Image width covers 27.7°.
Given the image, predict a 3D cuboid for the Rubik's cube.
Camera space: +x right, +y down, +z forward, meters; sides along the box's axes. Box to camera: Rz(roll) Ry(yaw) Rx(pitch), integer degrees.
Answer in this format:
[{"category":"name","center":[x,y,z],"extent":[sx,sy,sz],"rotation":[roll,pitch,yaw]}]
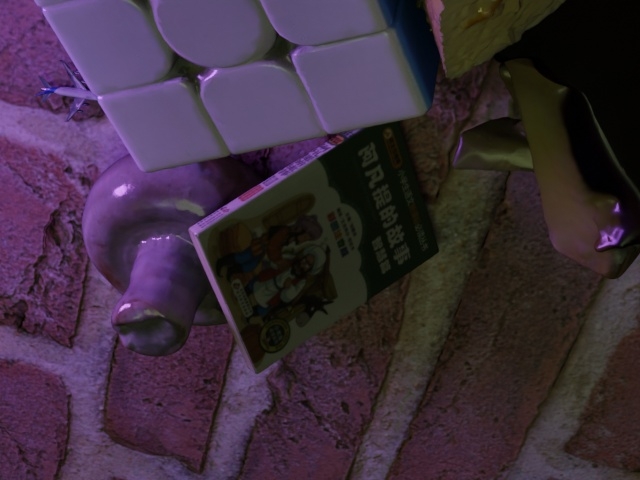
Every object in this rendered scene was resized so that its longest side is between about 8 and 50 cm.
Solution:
[{"category":"Rubik's cube","center":[-0.063,-0.276,1.140],"extent":[0.291,0.292,0.290],"rotation":[-10,132,22]}]

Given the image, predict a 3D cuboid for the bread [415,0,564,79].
[{"category":"bread","center":[0.160,-0.407,1.007],"extent":[0.345,0.405,0.242],"rotation":[-26,163,1]}]

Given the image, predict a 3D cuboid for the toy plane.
[{"category":"toy plane","center":[-0.277,-0.166,1.458],"extent":[0.084,0.024,0.078],"rotation":[3,124,1]}]

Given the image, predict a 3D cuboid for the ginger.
[{"category":"ginger","center":[0.289,-0.202,1.206],"extent":[0.358,0.211,0.413],"rotation":[37,93,-21]}]

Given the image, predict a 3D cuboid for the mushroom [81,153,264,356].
[{"category":"mushroom","center":[-0.157,0.021,1.455],"extent":[0.243,0.243,0.243],"rotation":[6,129,7]}]

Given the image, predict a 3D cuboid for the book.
[{"category":"book","center":[0.000,0.000,1.424],"extent":[0.264,0.027,0.202],"rotation":[-33,125,-18]}]
